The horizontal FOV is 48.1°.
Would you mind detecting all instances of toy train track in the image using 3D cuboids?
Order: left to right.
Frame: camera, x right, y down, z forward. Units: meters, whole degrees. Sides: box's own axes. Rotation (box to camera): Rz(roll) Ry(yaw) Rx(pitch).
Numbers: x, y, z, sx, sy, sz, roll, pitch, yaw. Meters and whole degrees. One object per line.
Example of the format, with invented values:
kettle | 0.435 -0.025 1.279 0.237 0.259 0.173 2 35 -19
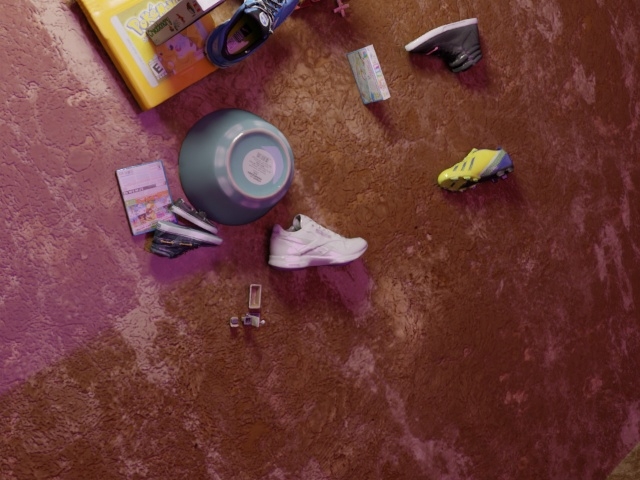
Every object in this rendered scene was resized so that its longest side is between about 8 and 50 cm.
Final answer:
toy train track | 0.052 -0.678 2.039 0.048 0.014 0.083 -25 116 -10

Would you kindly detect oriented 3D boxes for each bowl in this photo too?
bowl | -0.191 -0.193 1.844 0.311 0.163 0.312 -1 92 -29

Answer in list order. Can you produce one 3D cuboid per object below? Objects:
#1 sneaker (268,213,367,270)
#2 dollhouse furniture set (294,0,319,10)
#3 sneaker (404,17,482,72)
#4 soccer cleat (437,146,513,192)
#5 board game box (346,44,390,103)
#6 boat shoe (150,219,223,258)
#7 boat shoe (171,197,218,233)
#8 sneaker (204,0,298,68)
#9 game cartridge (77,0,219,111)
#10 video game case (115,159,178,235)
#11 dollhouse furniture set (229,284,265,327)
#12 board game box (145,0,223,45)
sneaker | 0.000 0.000 1.988 0.305 0.114 0.152 -5 96 -30
dollhouse furniture set | -0.061 -0.822 1.879 0.152 0.201 0.374 -30 100 -25
sneaker | 0.392 -0.578 2.193 0.295 0.104 0.147 -24 99 -31
soccer cleat | 0.484 -0.232 2.289 0.289 0.093 0.121 -14 69 -24
board game box | 0.136 -0.472 2.053 0.026 0.103 0.154 -28 106 -26
boat shoe | -0.343 0.008 1.828 0.183 0.065 0.083 14 102 -34
boat shoe | -0.315 -0.062 1.834 0.142 0.049 0.040 31 85 -35
sneaker | -0.141 -0.554 1.775 0.130 0.147 0.330 41 86 -28
game cartridge | -0.401 -0.526 1.761 0.285 0.052 0.324 -39 114 -25
video game case | -0.433 -0.107 1.793 0.119 0.015 0.166 -18 101 -29
dollhouse furniture set | -0.185 0.176 1.909 0.091 0.081 0.114 4 90 -30
board game box | -0.267 -0.546 1.640 0.193 0.305 0.053 -43 110 -25
